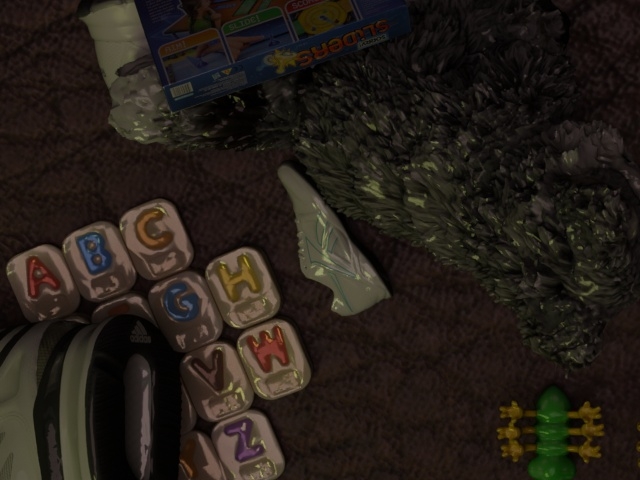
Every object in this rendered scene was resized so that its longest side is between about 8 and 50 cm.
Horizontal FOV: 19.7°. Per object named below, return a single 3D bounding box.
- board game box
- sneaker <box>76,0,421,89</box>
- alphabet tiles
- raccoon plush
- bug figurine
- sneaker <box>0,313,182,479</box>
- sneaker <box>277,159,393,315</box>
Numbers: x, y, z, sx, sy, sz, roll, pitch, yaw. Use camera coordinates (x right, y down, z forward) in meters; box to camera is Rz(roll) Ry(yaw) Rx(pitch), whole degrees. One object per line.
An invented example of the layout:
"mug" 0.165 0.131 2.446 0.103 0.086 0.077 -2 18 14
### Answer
"board game box" -0.044 -0.191 1.468 0.201 0.035 0.136 -18 54 -2
"sneaker" -0.054 -0.180 1.580 0.297 0.111 0.129 -6 115 9
"alphabet tiles" -0.158 0.115 1.661 0.284 0.021 0.278 -21 95 9
"raccoon plush" 0.059 -0.025 1.448 0.446 0.299 0.216 -10 126 4
"bug figurine" 0.261 0.239 1.612 0.279 0.072 0.216 3 92 10
"sneaker" -0.258 0.289 1.593 0.257 0.169 0.448 -2 82 32
"sneaker" 0.000 0.000 1.612 0.061 0.054 0.152 -32 95 12
